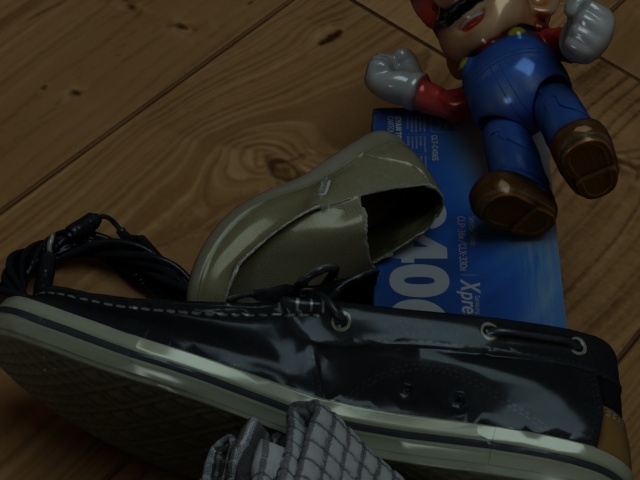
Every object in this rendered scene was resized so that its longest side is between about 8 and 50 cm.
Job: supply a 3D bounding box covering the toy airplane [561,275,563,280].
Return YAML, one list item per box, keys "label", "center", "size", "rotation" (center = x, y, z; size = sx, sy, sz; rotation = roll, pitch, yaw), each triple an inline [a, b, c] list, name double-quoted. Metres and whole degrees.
- label: "toy airplane"
  center: [0.187, 0.068, 1.752]
  size: [0.151, 0.028, 0.151]
  rotation: [9, 43, -8]

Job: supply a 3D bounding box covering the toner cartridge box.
- label: "toner cartridge box"
  center: [0.125, 0.021, 1.721]
  size: [0.165, 0.075, 0.348]
  rotation: [1, 43, -1]

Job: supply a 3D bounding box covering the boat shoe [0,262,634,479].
- label: "boat shoe"
  center: [-0.004, 0.103, 1.492]
  size: [0.500, 0.187, 0.156]
  rotation: [11, 63, 5]

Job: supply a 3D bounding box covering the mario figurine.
- label: "mario figurine"
  center: [0.147, -0.162, 1.741]
  size: [0.198, 0.170, 0.321]
  rotation: [-9, 46, -8]

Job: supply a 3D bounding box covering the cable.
- label: "cable"
  center: [-0.180, 0.052, 1.625]
  size: [0.150, 0.047, 0.184]
  rotation: [-19, 55, -35]

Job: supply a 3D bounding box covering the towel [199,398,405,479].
- label: "towel"
  center: [0.000, 0.279, 1.330]
  size: [0.235, 0.121, 0.284]
  rotation: [44, 35, -26]

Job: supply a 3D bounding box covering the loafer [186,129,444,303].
- label: "loafer"
  center: [0.000, 0.000, 1.626]
  size: [0.092, 0.102, 0.268]
  rotation: [26, 54, 39]
